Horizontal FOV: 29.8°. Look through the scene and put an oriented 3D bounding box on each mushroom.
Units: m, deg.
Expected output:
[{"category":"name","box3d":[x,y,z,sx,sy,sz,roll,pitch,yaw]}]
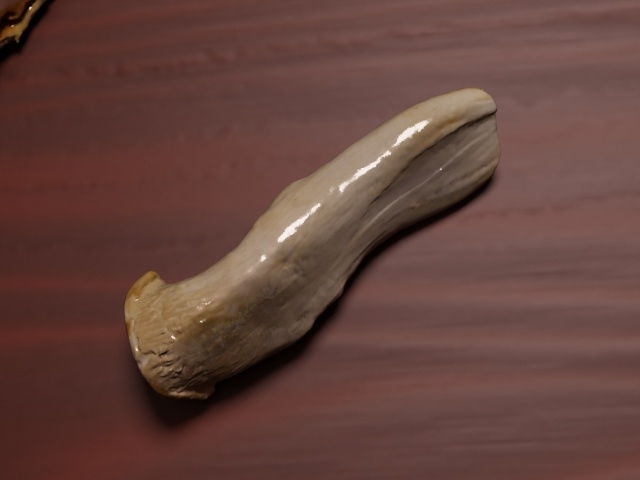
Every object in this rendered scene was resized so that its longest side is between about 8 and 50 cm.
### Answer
[{"category":"mushroom","box3d":[-0.001,-0.003,0.553,0.202,0.059,0.054,-38,37,-5]}]

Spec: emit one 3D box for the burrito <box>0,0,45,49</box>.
[{"category":"burrito","box3d":[-0.270,-0.194,0.608,0.299,0.105,0.143,28,84,11]}]
